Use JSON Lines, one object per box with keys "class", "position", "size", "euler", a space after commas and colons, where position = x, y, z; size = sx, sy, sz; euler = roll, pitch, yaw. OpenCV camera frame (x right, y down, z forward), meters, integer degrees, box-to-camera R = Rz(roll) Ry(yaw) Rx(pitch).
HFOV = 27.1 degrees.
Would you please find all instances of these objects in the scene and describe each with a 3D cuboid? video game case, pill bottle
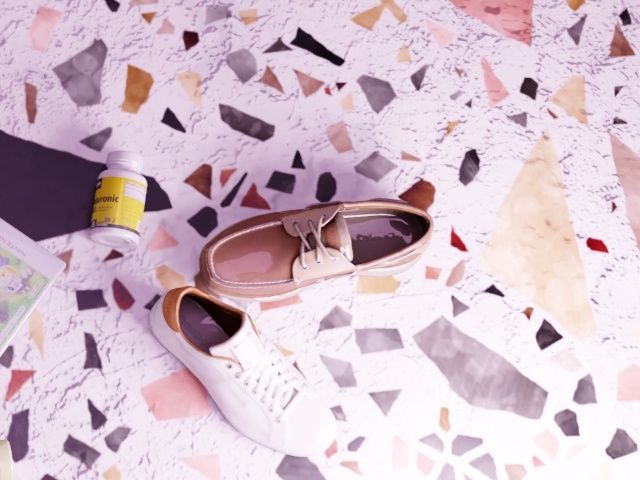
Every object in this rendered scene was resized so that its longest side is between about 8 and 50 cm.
{"class": "video game case", "position": [-0.453, 0.058, 1.637], "size": [0.193, 0.023, 0.212], "euler": [35, 68, -5]}
{"class": "pill bottle", "position": [-0.258, -0.053, 1.707], "size": [0.065, 0.065, 0.116], "euler": [10, 72, -14]}

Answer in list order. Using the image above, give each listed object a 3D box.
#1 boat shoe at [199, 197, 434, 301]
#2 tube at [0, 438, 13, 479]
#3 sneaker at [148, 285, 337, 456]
{"class": "boat shoe", "position": [0.000, 0.000, 1.744], "size": [0.324, 0.116, 0.123], "euler": [-13, 79, -20]}
{"class": "tube", "position": [-0.481, 0.275, 1.541], "size": [0.240, 0.062, 0.070], "euler": [-6, 99, -21]}
{"class": "sneaker", "position": [-0.091, 0.167, 1.668], "size": [0.290, 0.123, 0.106], "euler": [39, 66, -5]}
